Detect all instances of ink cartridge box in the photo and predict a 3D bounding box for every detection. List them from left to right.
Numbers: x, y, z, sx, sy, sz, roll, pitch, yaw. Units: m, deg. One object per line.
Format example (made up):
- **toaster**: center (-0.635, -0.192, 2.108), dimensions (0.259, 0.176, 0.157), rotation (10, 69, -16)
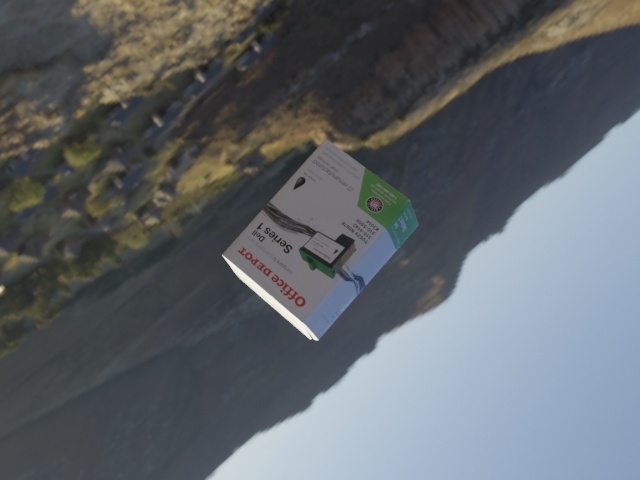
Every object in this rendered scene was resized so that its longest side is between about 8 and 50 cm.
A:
- **ink cartridge box**: center (0.000, 0.000, 1.304), dimensions (0.219, 0.160, 0.092), rotation (-49, 157, -8)
